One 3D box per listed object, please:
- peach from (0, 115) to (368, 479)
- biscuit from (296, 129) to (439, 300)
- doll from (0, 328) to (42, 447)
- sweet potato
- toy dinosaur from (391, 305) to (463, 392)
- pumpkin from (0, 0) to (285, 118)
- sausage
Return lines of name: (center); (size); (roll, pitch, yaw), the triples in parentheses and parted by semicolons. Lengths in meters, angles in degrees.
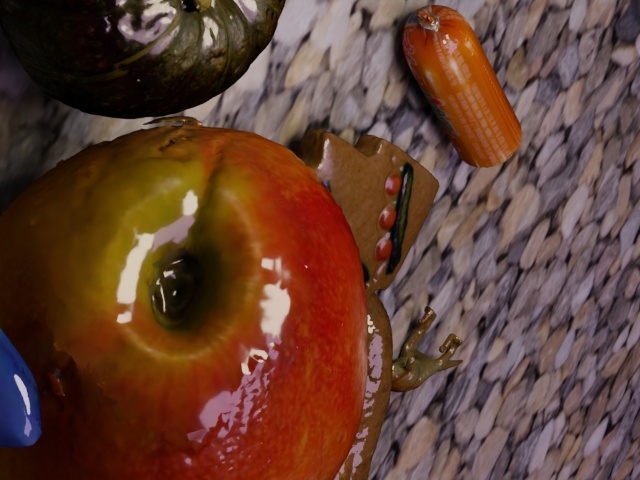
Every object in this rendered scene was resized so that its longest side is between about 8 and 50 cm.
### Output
peach: (-0.112, 0.092, 1.423); (0.372, 0.290, 0.372); (180, -90, -87)
biscuit: (0.001, 0.001, 1.729); (0.301, 0.043, 0.278); (-32, 132, -31)
doll: (-0.317, 0.071, 1.140); (0.376, 0.187, 0.365); (-47, 143, -10)
sweet potato: (-0.001, 0.205, 1.871); (0.114, 0.092, 0.341); (21, 93, -36)
toy dinosaur: (0.097, 0.143, 2.030); (0.126, 0.039, 0.162); (-47, 151, -11)
pumpkin: (-0.114, -0.196, 1.346); (0.238, 0.159, 0.238); (-30, 134, -37)
sausage: (0.130, -0.154, 1.833); (0.071, 0.071, 0.234); (-57, 148, -13)
